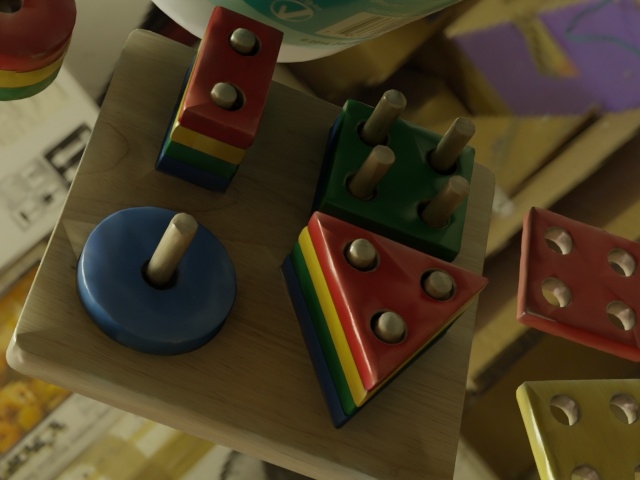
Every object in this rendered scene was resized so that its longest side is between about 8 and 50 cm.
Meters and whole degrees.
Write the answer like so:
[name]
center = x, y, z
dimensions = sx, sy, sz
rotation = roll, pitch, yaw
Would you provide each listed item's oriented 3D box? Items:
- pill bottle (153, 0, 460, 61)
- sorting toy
[pill bottle]
center = 0.051, -0.154, 0.440
dimensions = 0.264, 0.146, 0.146
rotation = -16, 27, 48
[sorting toy]
center = 0.000, 0.000, 0.447
dimensions = 0.046, 0.274, 0.132
rotation = 123, 165, -50
